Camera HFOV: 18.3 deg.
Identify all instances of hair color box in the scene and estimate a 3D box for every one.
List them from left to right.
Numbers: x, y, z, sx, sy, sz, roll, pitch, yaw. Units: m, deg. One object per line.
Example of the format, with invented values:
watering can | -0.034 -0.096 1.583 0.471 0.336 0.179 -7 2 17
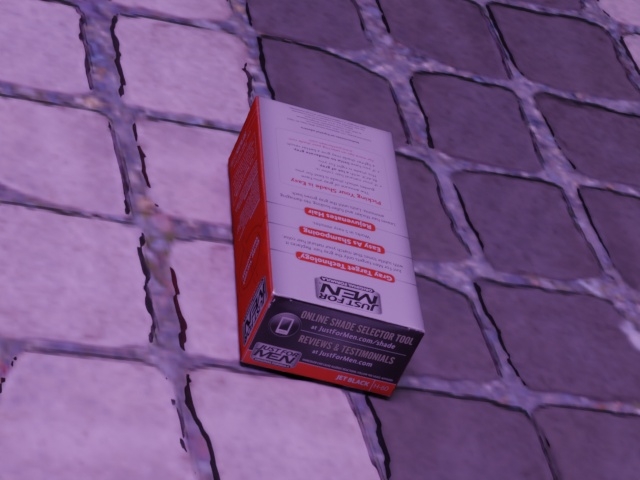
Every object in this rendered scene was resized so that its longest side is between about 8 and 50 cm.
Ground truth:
hair color box | 0.000 0.000 0.879 0.072 0.043 0.141 15 36 -16
